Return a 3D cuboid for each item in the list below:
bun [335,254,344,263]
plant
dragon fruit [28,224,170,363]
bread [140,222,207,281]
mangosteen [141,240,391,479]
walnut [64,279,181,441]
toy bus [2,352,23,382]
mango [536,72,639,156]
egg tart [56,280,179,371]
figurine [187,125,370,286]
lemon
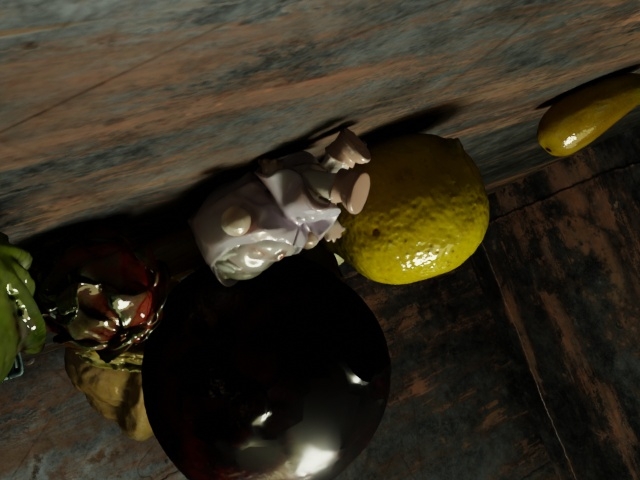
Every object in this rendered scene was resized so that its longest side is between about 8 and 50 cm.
[{"bbox_3d":[0.000,0.000,1.806,0.220,0.134,0.220,-49,178,-2],"label":"bun"},{"bbox_3d":[-0.296,0.036,0.735,0.333,0.180,0.251,-29,-178,36],"label":"plant"},{"bbox_3d":[-0.286,0.067,1.106,0.182,0.182,0.188,-21,-175,0],"label":"dragon fruit"},{"bbox_3d":[-0.225,0.021,1.368,0.200,0.077,0.116,-23,179,20],"label":"bread"},{"bbox_3d":[-0.063,0.183,1.297,0.381,0.381,0.421,-26,-171,44],"label":"mangosteen"},{"bbox_3d":[-0.382,0.249,1.858,0.384,0.383,0.383,-21,176,-2],"label":"walnut"},{"bbox_3d":[-0.594,0.183,1.265,0.271,0.133,0.165,-17,179,-22],"label":"toy bus"},{"bbox_3d":[0.504,-0.239,1.570,0.227,0.099,0.136,-30,170,4],"label":"mango"},{"bbox_3d":[-0.322,0.123,1.470,0.288,0.118,0.288,8,-167,-2],"label":"egg tart"},{"bbox_3d":[-0.055,-0.042,1.111,0.276,0.133,0.200,-29,161,24],"label":"figurine"},{"bbox_3d":[0.125,-0.046,1.280,0.253,0.228,0.228,-20,176,23],"label":"lemon"}]
